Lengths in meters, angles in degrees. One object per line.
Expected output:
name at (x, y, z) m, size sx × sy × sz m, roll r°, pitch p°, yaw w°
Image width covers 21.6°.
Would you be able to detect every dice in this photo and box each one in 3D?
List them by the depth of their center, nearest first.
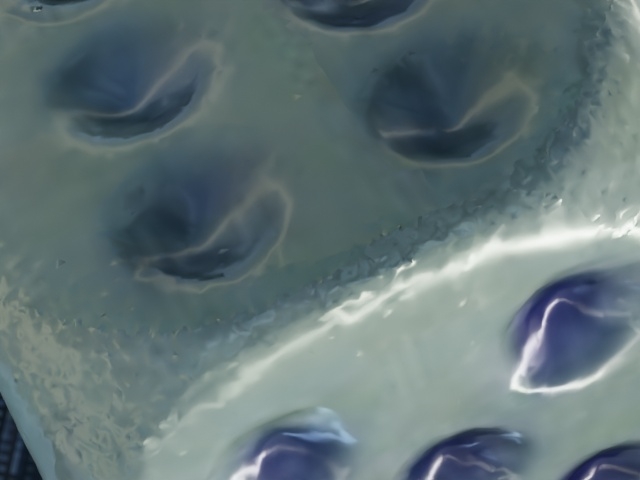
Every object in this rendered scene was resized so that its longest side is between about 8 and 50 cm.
dice at (0.000, 0.000, 0.685) m, size 0.262 × 0.265 × 0.268 m, roll 70°, pitch -7°, yaw -48°
